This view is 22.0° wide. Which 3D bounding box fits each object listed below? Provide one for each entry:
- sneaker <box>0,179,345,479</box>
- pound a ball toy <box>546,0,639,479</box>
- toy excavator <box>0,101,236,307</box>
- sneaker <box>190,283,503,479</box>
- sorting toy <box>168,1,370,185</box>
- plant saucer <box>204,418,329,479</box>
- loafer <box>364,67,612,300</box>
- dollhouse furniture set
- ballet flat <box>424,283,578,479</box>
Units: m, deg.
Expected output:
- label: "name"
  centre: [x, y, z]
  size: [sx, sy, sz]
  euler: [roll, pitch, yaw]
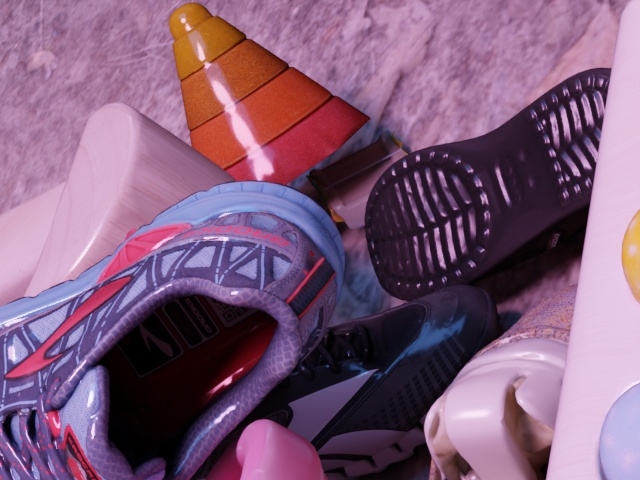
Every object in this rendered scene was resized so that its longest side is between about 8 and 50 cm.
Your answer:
- label: "sneaker"
  centre: [-0.107, 0.071, 0.721]
  size: [0.262, 0.104, 0.125]
  euler: [-38, 16, 14]
- label: "pound a ball toy"
  centre: [0.202, -0.001, 0.636]
  size: [0.208, 0.136, 0.319]
  euler: [-9, 57, 39]
- label: "toy excavator"
  centre: [-0.267, 0.120, 0.939]
  size: [0.433, 0.222, 0.445]
  euler: [10, 70, 58]
- label: "sneaker"
  centre: [-0.017, 0.081, 0.860]
  size: [0.234, 0.106, 0.078]
  euler: [-33, 34, 23]
- label: "sorting toy"
  centre: [-0.138, -0.047, 1.078]
  size: [0.365, 0.126, 0.127]
  euler: [-26, 11, 38]
- label: "plant saucer"
  centre: [-0.064, 0.237, 0.671]
  size: [0.332, 0.084, 0.332]
  euler: [-63, 5, 9]
- label: "loafer"
  centre: [0.109, -0.022, 0.867]
  size: [0.220, 0.078, 0.080]
  euler: [-25, 72, 48]
- label: "dollhouse furniture set"
  centre: [0.000, 0.000, 1.004]
  size: [0.151, 0.058, 0.076]
  euler: [-28, 26, -4]
- label: "ballet flat"
  centre: [0.083, 0.125, 0.699]
  size: [0.107, 0.106, 0.316]
  euler: [-13, 46, 31]
